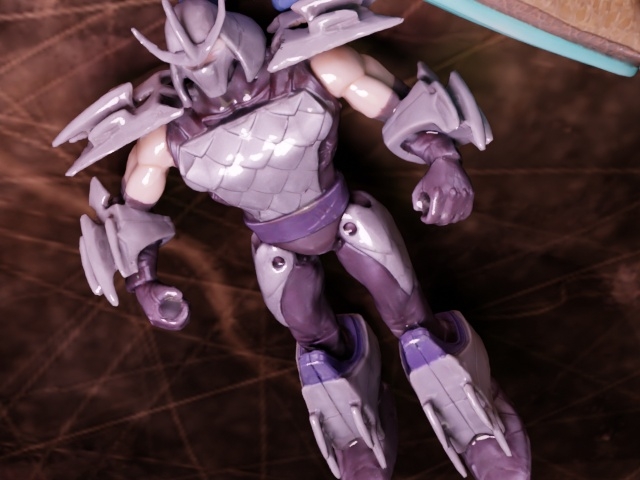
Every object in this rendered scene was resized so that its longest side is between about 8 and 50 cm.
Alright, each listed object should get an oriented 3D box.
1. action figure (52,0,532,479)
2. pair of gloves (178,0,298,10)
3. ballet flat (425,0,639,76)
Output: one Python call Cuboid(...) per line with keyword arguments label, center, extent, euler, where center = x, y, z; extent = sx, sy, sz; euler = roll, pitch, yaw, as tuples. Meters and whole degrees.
Cuboid(label="action figure", center=(0.000, 0.000, 0.801), extent=(0.185, 0.099, 0.285), euler=(-17, 127, 19))
Cuboid(label="pair of gloves", center=(-0.043, -0.182, 0.717), extent=(0.159, 0.023, 0.198), euler=(-34, 124, 16))
Cuboid(label="ballet flat", center=(0.153, -0.111, 0.745), extent=(0.342, 0.116, 0.124), euler=(23, 104, -23))
